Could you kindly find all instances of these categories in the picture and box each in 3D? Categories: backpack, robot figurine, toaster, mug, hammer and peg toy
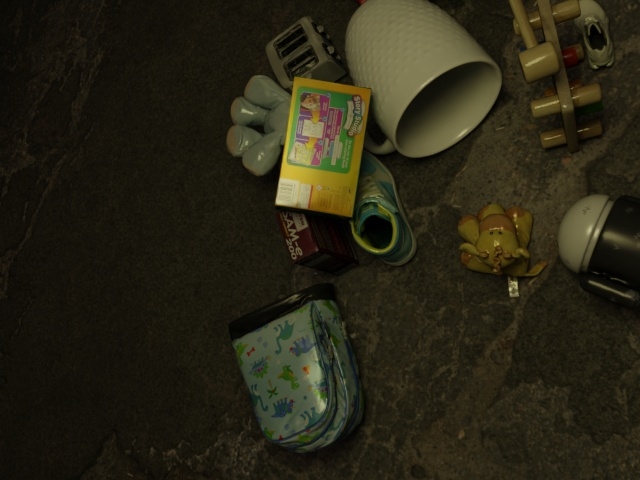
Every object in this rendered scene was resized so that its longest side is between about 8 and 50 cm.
[{"bbox_3d":[-0.048,0.308,1.353,0.290,0.273,0.356,-24,82,13],"label":"backpack"},{"bbox_3d":[0.601,0.017,1.119,0.278,0.209,0.174,23,112,27],"label":"robot figurine"},{"bbox_3d":[-0.045,-0.482,1.570,0.185,0.110,0.168,-30,67,18],"label":"toaster"},{"bbox_3d":[0.185,-0.371,1.370,0.328,0.276,0.374,60,137,28],"label":"mug"},{"bbox_3d":[0.467,-0.350,1.150,0.127,0.361,0.266,-13,73,23],"label":"hammer and peg toy"}]

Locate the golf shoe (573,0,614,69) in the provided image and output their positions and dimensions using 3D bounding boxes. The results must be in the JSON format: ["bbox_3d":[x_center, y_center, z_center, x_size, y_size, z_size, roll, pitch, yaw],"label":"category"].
[{"bbox_3d":[0.595,-0.464,1.266,0.069,0.086,0.176,-19,70,24],"label":"golf shoe"}]

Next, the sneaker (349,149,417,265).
[{"bbox_3d":[0.113,-0.098,1.346,0.127,0.208,0.319,-32,73,15],"label":"sneaker"}]

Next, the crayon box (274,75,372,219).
[{"bbox_3d":[0.005,-0.192,1.235,0.165,0.081,0.278,9,88,-3],"label":"crayon box"}]

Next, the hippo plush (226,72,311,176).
[{"bbox_3d":[-0.072,-0.286,1.475,0.294,0.236,0.234,-35,66,23],"label":"hippo plush"}]

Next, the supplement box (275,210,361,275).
[{"bbox_3d":[0.000,0.000,1.375,0.073,0.239,0.130,-28,68,20],"label":"supplement box"}]

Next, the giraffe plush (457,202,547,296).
[{"bbox_3d":[0.371,0.010,1.230,0.181,0.170,0.210,-26,69,19],"label":"giraffe plush"}]

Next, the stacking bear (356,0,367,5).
[{"bbox_3d":[0.060,-0.736,1.552,0.175,0.164,0.289,-48,68,10],"label":"stacking bear"}]
